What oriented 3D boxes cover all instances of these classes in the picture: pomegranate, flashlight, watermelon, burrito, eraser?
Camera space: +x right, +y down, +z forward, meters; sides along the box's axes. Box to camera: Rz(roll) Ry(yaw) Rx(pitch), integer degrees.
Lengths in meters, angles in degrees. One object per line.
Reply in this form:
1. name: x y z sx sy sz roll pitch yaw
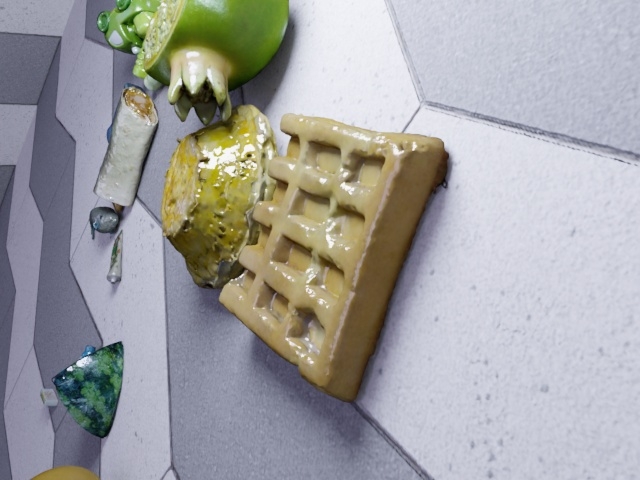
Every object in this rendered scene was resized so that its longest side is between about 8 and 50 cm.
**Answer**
1. pomegranate: -0.174 -0.358 1.014 0.309 0.215 0.359 -31 57 47
2. flashlight: -0.615 0.342 1.509 0.051 0.051 0.129 -8 67 51
3. watermelon: -0.519 0.357 1.379 0.202 0.135 0.208 -81 -23 -84
4. burrito: -0.509 -0.250 1.513 0.143 0.105 0.300 34 108 56
5. eraser: -0.820 0.473 1.736 0.083 0.038 0.019 24 101 52

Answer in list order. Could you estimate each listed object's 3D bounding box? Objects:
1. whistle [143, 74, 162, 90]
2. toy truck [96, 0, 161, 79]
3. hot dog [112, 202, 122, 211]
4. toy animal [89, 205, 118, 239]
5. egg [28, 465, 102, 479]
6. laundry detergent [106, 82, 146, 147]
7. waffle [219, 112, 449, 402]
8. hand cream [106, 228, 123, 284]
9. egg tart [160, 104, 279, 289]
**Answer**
1. whistle: -0.376 -0.453 1.435 0.258 0.067 0.126 -25 59 49
2. toy truck: -0.486 -0.567 1.565 0.187 0.148 0.211 -49 64 26
3. hot dog: -0.579 -0.128 1.624 0.137 0.028 0.044 -127 34 -49
4. toy animal: -0.636 -0.055 1.644 0.252 0.070 0.079 -6 66 53
5. egg: -0.544 0.615 1.154 0.250 0.250 0.323 25 90 53
6. laundry detergent: -0.561 -0.340 1.644 0.097 0.061 0.206 50 119 38
7. waffle: 0.000 0.001 0.787 0.304 0.077 0.349 28 101 52
8. hand cream: -0.542 0.046 1.523 0.057 0.037 0.165 -44 41 35
9. egg tart: -0.195 -0.083 1.016 0.341 0.132 0.342 -23 62 51
